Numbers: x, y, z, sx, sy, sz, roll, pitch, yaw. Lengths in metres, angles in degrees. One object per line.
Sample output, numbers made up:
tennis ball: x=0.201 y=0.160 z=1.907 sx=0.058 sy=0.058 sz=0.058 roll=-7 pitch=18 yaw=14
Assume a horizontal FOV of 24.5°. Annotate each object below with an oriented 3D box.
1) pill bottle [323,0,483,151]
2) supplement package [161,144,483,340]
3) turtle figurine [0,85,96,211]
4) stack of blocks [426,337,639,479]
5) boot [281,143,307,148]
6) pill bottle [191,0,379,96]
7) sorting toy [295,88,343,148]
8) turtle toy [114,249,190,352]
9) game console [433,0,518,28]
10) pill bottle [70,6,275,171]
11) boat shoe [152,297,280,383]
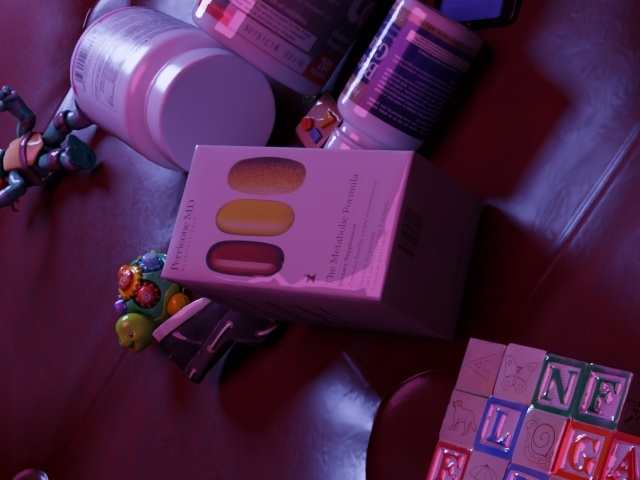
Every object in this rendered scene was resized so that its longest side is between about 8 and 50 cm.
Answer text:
pill bottle: x=0.074 y=-0.142 z=1.412 sx=0.169 sy=0.094 sz=0.094 roll=-59 pitch=36 yaw=11
supplement package: x=0.000 y=0.000 z=1.341 sx=0.244 sy=0.134 sz=0.139 roll=3 pitch=74 yaw=35
turtle figurine: x=-0.403 y=-0.124 z=2.014 sx=0.234 sy=0.118 sz=0.175 roll=-14 pitch=74 yaw=31
stack of blocks: x=0.208 y=0.182 z=1.061 sx=0.297 sy=0.087 sz=0.171 roll=10 pitch=79 yaw=54
boot: x=-0.078 y=-0.035 z=1.592 sx=0.190 sy=0.069 sz=0.086 roll=-22 pitch=42 yaw=41
pill bottle: x=0.004 y=-0.307 z=1.534 sx=0.283 sy=0.161 sz=0.161 roll=-56 pitch=36 yaw=8
sorting toy: x=-0.007 y=-0.133 z=1.586 sx=0.062 sy=0.012 sz=0.083 roll=-54 pitch=37 yaw=18
turtle toy: x=-0.198 y=0.068 z=1.678 sx=0.095 sy=0.066 sz=0.130 roll=-27 pitch=51 yaw=43
game console: x=0.138 y=-0.267 z=1.425 sx=0.122 sy=0.107 sz=0.071 roll=3 pitch=46 yaw=53
pill bottle: x=-0.169 y=-0.168 z=1.676 sx=0.283 sy=0.160 sz=0.160 roll=33 pitch=98 yaw=59
boat shoe: x=-0.068 y=0.067 z=1.520 sx=0.233 sy=0.084 sz=0.079 roll=-35 pitch=84 yaw=28
